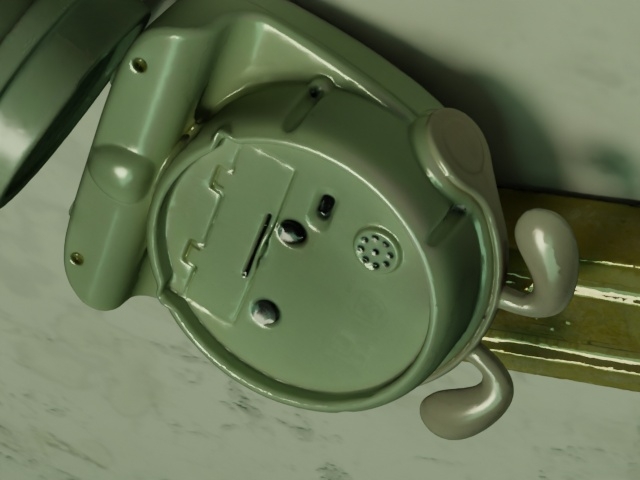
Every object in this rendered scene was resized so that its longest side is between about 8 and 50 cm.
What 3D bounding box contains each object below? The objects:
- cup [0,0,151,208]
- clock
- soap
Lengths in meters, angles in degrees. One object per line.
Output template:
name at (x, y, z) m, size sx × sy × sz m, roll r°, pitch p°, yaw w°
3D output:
cup at (-0.149, -0.089, 0.657) m, size 0.141 × 0.120 × 0.120 m, roll 36°, pitch 147°, yaw -4°
clock at (0.000, 0.000, 0.680) m, size 0.191 × 0.062 × 0.151 m, roll 30°, pitch 128°, yaw 8°
soap at (0.036, 0.009, 0.750) m, size 0.252 × 0.037 × 0.092 m, roll 9°, pitch 144°, yaw 22°
